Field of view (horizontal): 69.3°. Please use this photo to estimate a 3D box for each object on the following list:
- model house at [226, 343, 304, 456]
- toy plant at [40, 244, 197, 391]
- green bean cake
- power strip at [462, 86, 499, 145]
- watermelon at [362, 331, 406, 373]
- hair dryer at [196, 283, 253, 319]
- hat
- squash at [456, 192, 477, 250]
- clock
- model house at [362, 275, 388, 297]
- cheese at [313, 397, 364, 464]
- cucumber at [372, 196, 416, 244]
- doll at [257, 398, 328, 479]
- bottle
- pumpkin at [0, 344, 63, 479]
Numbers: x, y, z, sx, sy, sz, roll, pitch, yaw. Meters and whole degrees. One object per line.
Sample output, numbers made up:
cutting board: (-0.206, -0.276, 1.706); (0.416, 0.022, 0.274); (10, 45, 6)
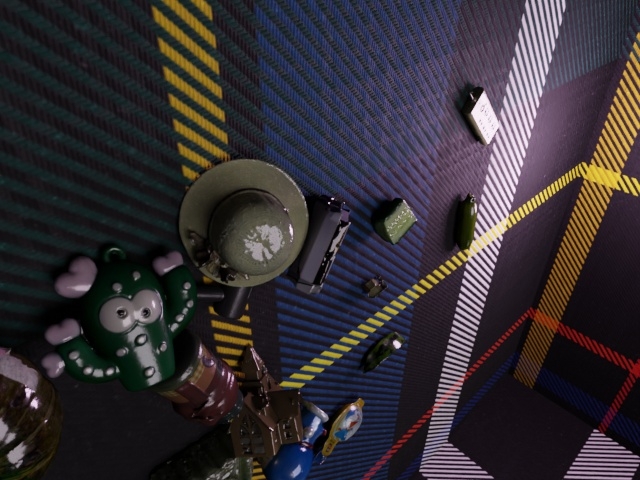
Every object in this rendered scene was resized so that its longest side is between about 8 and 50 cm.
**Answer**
model house: (-0.138, 0.375, 1.150); (0.181, 0.176, 0.248); (-38, 118, -78)
toy plant: (-0.322, 0.125, 0.773); (0.232, 0.112, 0.244); (13, 78, -38)
green bean cake: (-0.289, 0.628, 1.182); (0.254, 0.132, 0.241); (-21, 126, -39)
power strip: (0.500, -0.392, 1.449); (0.268, 0.034, 0.092); (28, 93, -53)
watermelon: (0.239, 0.402, 1.693); (0.245, 0.063, 0.119); (-27, 152, -42)
hair dryer: (-0.244, 0.090, 0.921); (0.247, 0.070, 0.114); (10, 108, -42)
hat: (-0.122, -0.014, 0.839); (0.256, 0.130, 0.258); (-6, 108, -20)
squash: (0.536, -0.056, 1.700); (0.069, 0.069, 0.258); (-36, 137, -28)
clock: (0.000, 0.000, 1.044); (0.253, 0.083, 0.187); (-68, -178, -80)
model house: (0.163, 0.148, 1.432); (0.058, 0.057, 0.083); (-43, 170, 23)
cheese: (0.070, 0.690, 1.681); (0.270, 0.069, 0.177); (-49, 142, -13)
cucumber: (0.208, -0.062, 1.323); (0.115, 0.062, 0.116); (-49, 135, -15)
doll: (-0.079, 0.602, 1.382); (0.257, 0.161, 0.215); (-62, 177, -18)
bottle: (-0.257, 0.297, 0.980); (0.271, 0.143, 0.156); (62, 27, -46)
pumpkin: (-0.498, 0.260, 0.643); (0.259, 0.189, 0.261); (-8, 117, -17)
